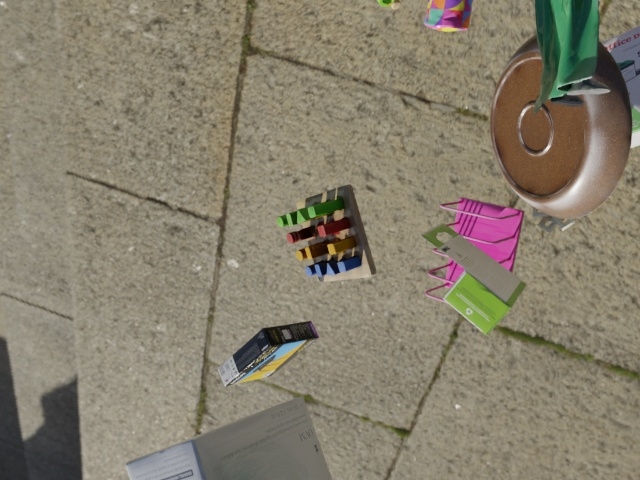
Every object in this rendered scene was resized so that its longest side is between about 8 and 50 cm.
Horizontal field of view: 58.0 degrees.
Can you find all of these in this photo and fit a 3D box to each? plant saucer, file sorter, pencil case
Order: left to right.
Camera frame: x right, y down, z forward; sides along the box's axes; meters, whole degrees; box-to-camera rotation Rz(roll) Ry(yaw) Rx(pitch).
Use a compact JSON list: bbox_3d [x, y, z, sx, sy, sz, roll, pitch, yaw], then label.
[{"bbox_3d":[0.277,-0.556,1.191,0.104,0.104,0.236,10,110,11],"label":"pencil case"},{"bbox_3d":[0.438,0.040,1.687,0.202,0.182,0.290,18,108,38],"label":"file sorter"},{"bbox_3d":[0.367,-0.184,0.944,0.050,0.310,0.310,-11,124,-17],"label":"plant saucer"}]

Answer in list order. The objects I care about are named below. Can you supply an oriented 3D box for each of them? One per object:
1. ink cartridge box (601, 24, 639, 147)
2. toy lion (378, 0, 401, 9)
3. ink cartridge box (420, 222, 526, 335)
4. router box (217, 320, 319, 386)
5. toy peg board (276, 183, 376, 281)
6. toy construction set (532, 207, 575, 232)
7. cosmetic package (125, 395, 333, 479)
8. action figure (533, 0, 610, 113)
[{"bbox_3d":[0.657,-0.317,1.158,0.092,0.219,0.160,12,157,-43],"label":"ink cartridge box"},{"bbox_3d":[0.160,-0.573,1.306,0.100,0.096,0.034,-47,62,50],"label":"toy lion"},{"bbox_3d":[0.343,0.081,1.376,0.255,0.189,0.097,40,117,16],"label":"ink cartridge box"},{"bbox_3d":[-0.107,0.230,1.178,0.179,0.133,0.046,-44,62,35],"label":"router box"},{"bbox_3d":[0.000,0.000,1.019,0.161,0.079,0.160,-12,95,56],"label":"toy peg board"},{"bbox_3d":[0.536,-0.133,1.230,0.151,0.215,0.328,22,170,27],"label":"toy construction set"},{"bbox_3d":[-0.093,0.349,0.745,0.138,0.224,0.224,-28,76,30],"label":"cosmetic package"},{"bbox_3d":[0.244,-0.250,0.550,0.063,0.137,0.232,2,90,-3],"label":"action figure"}]
